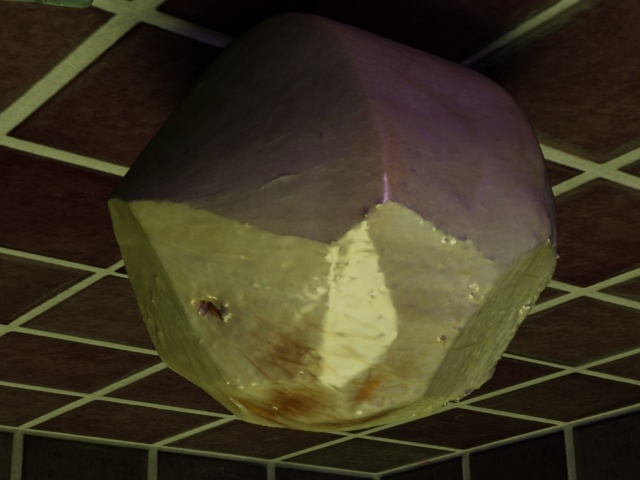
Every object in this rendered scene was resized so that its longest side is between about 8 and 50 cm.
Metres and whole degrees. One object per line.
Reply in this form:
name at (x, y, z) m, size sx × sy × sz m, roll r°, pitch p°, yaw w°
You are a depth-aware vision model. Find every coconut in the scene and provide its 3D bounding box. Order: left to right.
coconut at (0.000, 0.000, 1.185) m, size 0.415 × 0.415 × 0.344 m, roll 14°, pitch -162°, yaw -35°

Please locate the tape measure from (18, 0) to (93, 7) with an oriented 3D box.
tape measure at (-0.221, -0.218, 0.887) m, size 0.164 × 0.084 × 0.330 m, roll -1°, pitch 179°, yaw -5°
